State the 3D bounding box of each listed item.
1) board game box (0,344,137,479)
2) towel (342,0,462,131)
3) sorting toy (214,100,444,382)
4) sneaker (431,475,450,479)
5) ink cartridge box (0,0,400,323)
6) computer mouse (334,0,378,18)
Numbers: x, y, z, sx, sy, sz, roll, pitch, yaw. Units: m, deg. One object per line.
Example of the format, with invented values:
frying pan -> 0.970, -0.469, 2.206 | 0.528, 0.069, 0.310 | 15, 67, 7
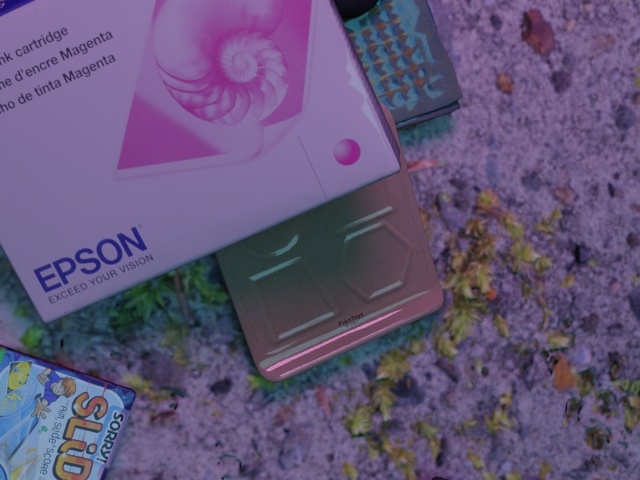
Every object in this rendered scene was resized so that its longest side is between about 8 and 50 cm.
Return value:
board game box -> -0.255, 0.201, 0.935 | 0.136, 0.035, 0.201 | 21, 84, -17
towel -> -0.078, -0.190, 0.987 | 0.370, 0.040, 0.272 | -20, 96, -15
sorting toy -> 0.000, 0.000, 1.000 | 0.193, 0.038, 0.208 | -23, 107, -14
sneaker -> 0.171, 0.372, 1.036 | 0.131, 0.112, 0.319 | -39, 101, -16
ink cartridge box -> -0.147, -0.141, 0.865 | 0.324, 0.071, 0.330 | -24, 106, 9
computer mouse -> 0.051, -0.314, 0.979 | 0.071, 0.041, 0.242 | 14, 87, -15
